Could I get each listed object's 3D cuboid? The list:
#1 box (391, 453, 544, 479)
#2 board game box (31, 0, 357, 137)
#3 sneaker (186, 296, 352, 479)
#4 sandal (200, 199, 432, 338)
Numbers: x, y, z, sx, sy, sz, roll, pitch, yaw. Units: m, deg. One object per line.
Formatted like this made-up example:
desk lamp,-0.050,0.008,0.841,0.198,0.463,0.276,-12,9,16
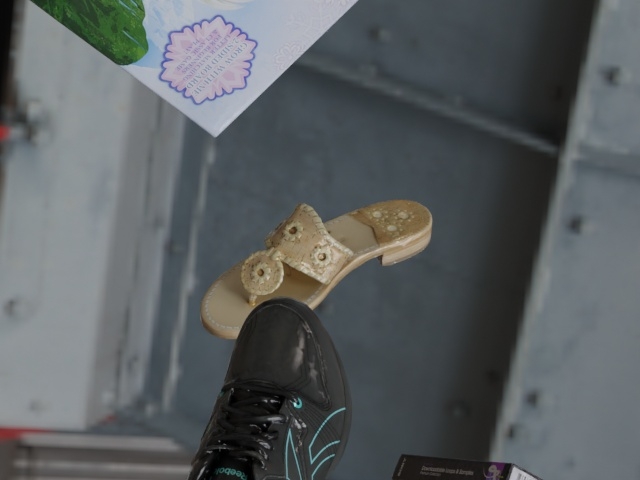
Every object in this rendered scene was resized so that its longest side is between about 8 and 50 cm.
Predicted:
box,0.148,0.212,1.458,0.162,0.116,0.029,-8,-124,59
board game box,-0.076,-0.267,1.162,0.319,0.318,0.066,-43,-145,17
sneaker,-0.040,0.158,1.254,0.106,0.101,0.267,62,31,-62
sandal,-0.004,-0.003,1.504,0.088,0.240,0.079,38,-40,39
